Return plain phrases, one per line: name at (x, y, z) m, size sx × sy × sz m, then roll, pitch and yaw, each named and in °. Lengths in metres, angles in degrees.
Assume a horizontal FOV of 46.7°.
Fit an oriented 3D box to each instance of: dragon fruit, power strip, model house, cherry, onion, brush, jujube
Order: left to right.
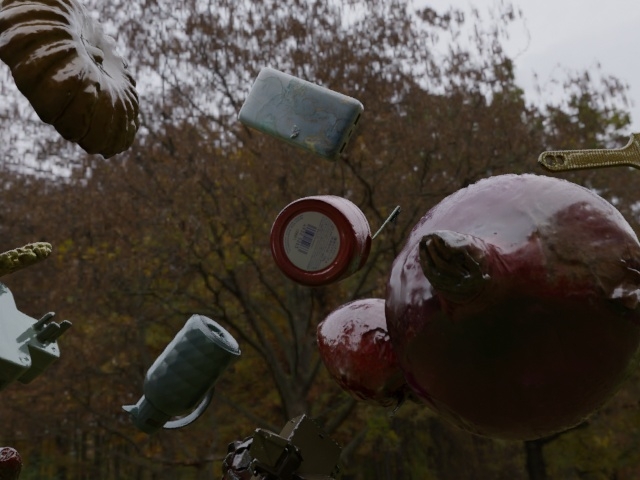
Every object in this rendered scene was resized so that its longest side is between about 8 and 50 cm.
jujube at (-0.583, 0.416, 1.338) m, size 0.077 × 0.077 × 0.129 m, roll 13°, pitch -45°, yaw -41°
power strip at (-0.589, 0.159, 1.370) m, size 0.141 × 0.229 × 0.261 m, roll -39°, pitch -38°, yaw 4°
dragon fruit at (-0.150, 0.548, 1.754) m, size 0.182 × 0.182 × 0.188 m, roll -8°, pitch -15°, yaw 8°
model house at (-0.048, 0.364, 1.163) m, size 0.176 × 0.180 × 0.248 m, roll 18°, pitch -32°, yaw 30°
cherry at (0.088, 0.183, 1.236) m, size 0.250 × 0.175 × 0.192 m, roll 19°, pitch 24°, yaw 41°
brush at (0.129, -0.032, 1.439) m, size 0.083 × 0.013 × 0.016 m, roll -50°, pitch 4°, yaw 5°
onion at (0.218, 0.066, 0.909) m, size 0.348 × 0.347 × 0.385 m, roll -17°, pitch -24°, yaw 27°
brush at (0.400, -0.112, 1.016) m, size 0.218 × 0.082 × 0.010 m, roll -6°, pitch -27°, yaw -13°

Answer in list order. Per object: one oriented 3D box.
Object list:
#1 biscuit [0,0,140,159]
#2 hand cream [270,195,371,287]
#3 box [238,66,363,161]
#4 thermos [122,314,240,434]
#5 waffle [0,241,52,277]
biscuit at (-0.419, -0.301, 1.281) m, size 0.107 × 0.325 × 0.326 m, roll -26°, pitch -26°, yaw 15°
hand cream at (0.000, 0.000, 1.794) m, size 0.230 × 0.230 × 0.149 m, roll -14°, pitch -3°, yaw 21°
box at (-0.048, -0.278, 1.617) m, size 0.285 × 0.142 × 0.044 m, roll 27°, pitch -2°, yaw 30°
thermos at (-0.313, 0.325, 1.715) m, size 0.182 × 0.145 × 0.286 m, roll 36°, pitch -85°, yaw -37°
waffle at (-0.643, 0.045, 1.526) m, size 0.192 × 0.046 × 0.161 m, roll -24°, pitch 5°, yaw -39°
